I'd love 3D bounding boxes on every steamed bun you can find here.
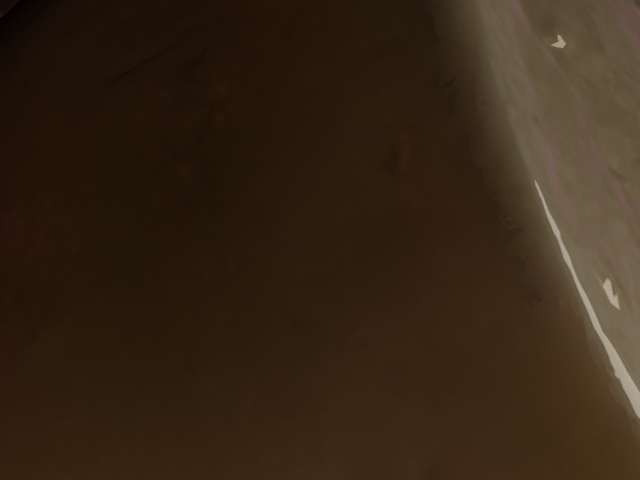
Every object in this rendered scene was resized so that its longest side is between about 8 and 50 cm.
[{"bbox_3d":[0.000,0.000,0.810,0.290,0.371,0.455,38,32,-45],"label":"steamed bun"}]
